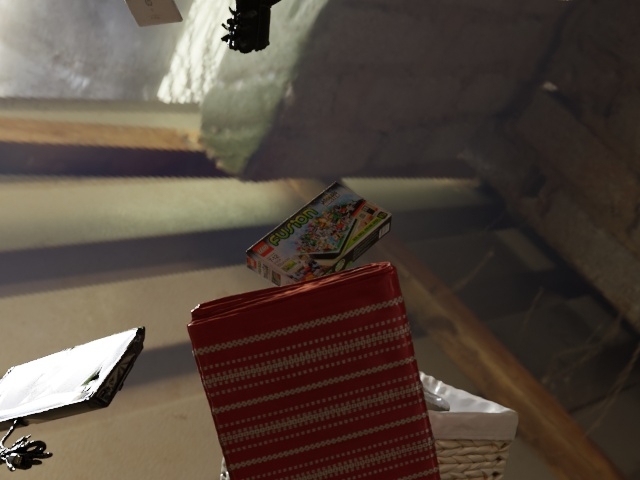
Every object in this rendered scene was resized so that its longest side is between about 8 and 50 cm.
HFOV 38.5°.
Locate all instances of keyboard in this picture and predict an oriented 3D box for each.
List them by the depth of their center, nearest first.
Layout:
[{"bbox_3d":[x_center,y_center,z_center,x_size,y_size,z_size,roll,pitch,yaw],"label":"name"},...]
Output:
[{"bbox_3d":[-0.337,0.202,1.080,0.033,0.317,0.201,51,-135,-20],"label":"keyboard"}]

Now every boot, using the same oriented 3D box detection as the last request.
[{"bbox_3d":[-0.072,-0.300,1.199,0.121,0.099,0.045,-18,-136,-33],"label":"boot"}]

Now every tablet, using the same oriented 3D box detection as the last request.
[{"bbox_3d":[-0.233,-0.323,1.269,0.083,0.054,0.006,2,-137,32],"label":"tablet"}]

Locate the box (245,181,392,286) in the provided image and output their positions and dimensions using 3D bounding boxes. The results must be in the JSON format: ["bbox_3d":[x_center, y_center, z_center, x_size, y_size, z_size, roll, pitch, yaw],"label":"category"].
[{"bbox_3d":[0.000,0.000,1.355,0.114,0.036,0.207,31,-129,25],"label":"box"}]

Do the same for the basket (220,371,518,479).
[{"bbox_3d":[0.061,0.334,1.383,0.331,0.266,0.328,7,-176,-37],"label":"basket"}]

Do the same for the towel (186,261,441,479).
[{"bbox_3d":[0.002,0.166,0.860,0.199,0.275,0.031,-14,-163,-4],"label":"towel"}]
